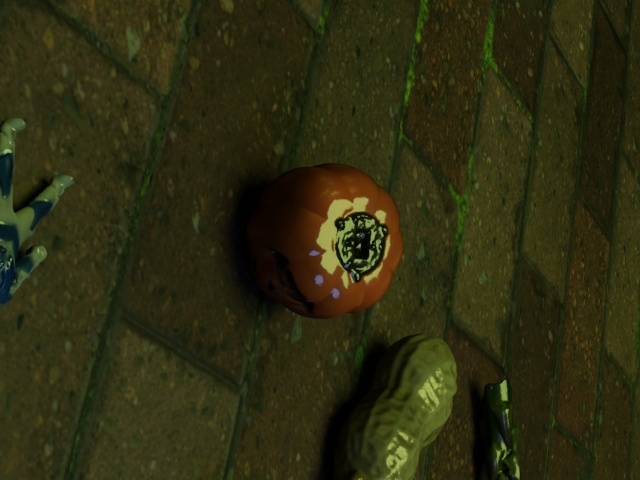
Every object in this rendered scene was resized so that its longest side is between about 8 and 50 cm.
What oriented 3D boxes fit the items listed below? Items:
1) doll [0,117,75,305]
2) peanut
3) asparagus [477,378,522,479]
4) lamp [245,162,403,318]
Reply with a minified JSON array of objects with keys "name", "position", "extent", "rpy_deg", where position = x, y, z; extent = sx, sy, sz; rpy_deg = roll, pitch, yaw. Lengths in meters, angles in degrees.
[{"name":"doll","position":[-0.284,0.005,1.026],"extent":[0.114,0.057,0.227],"rpy_deg":[62,37,-42]},{"name":"peanut","position":[0.100,0.250,1.582],"extent":[0.298,0.120,0.136],"rpy_deg":[-54,127,-43]},{"name":"asparagus","position":[0.297,0.372,1.942],"extent":[0.080,0.080,0.287],"rpy_deg":[4,81,-59]},{"name":"lamp","position":[0.000,0.000,1.405],"extent":[0.187,0.164,0.188],"rpy_deg":[-2,93,-34]}]
